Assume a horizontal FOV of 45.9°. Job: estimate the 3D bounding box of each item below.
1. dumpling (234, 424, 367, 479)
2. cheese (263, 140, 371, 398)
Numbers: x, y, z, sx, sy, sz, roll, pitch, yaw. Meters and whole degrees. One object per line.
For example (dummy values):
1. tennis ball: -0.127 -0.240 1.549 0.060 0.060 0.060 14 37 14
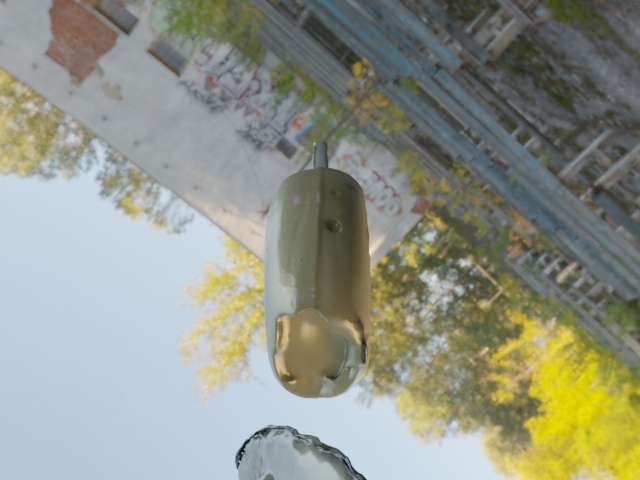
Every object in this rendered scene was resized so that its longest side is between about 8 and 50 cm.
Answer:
1. dumpling: 0.009 0.210 0.447 0.142 0.172 0.247 -3 -141 -31
2. cheese: 0.000 0.000 0.518 0.064 0.137 0.227 1 -144 1
